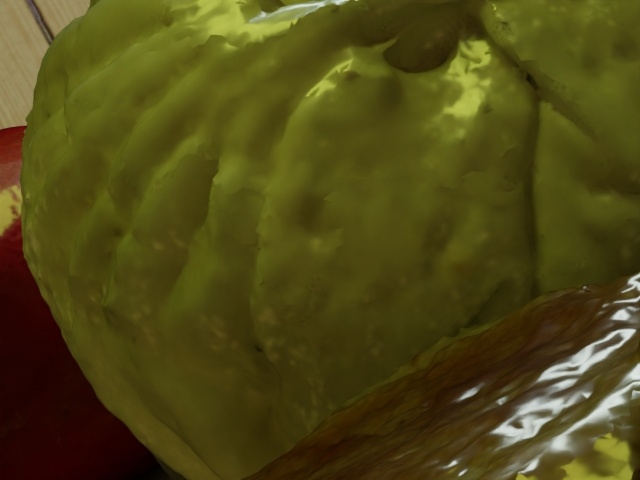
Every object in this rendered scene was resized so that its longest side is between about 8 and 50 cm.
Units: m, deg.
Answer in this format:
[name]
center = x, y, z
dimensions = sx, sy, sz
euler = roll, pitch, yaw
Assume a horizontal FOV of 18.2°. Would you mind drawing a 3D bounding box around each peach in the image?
[peach]
center = -0.157, 0.064, 1.257
dimensions = 0.361, 0.258, 0.201
euler = -14, 27, -26

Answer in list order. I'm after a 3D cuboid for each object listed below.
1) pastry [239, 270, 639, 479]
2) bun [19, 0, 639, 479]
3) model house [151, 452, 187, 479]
[pastry]
center = 0.053, 0.103, 0.568
dimensions = 0.236, 0.121, 0.257
euler = -27, 9, 41
[bun]
center = 0.052, -0.057, 0.819
dimensions = 0.352, 0.227, 0.349
euler = 13, 54, 17
[model house]
center = -0.001, 0.001, 1.113
dimensions = 0.219, 0.199, 0.229
euler = -12, 26, 33
